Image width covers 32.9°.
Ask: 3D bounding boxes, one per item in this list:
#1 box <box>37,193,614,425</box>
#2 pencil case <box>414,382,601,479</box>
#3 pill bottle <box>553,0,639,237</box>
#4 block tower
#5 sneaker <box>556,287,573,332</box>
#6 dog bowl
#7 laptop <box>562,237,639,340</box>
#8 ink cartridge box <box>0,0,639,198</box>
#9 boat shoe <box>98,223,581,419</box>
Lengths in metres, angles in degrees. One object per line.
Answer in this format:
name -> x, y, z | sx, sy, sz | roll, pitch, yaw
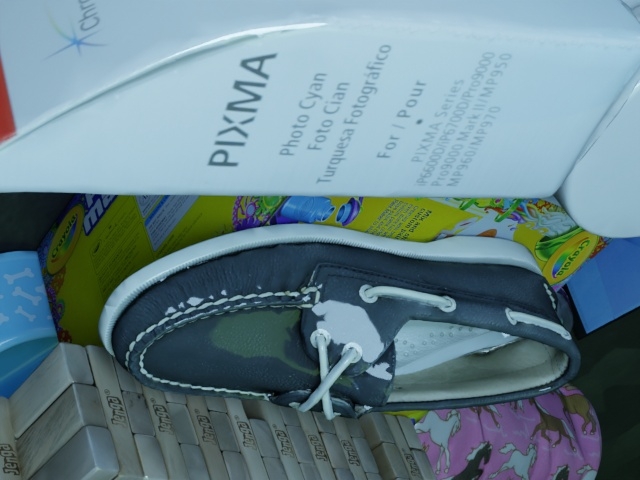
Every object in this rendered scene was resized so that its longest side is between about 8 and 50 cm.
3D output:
box -> 0.000, 0.000, 0.781 | 0.279, 0.177, 0.290 | 16, 126, -41
pencil case -> 0.136, 0.181, 1.078 | 0.386, 0.160, 0.167 | 26, 90, -46
pill bottle -> 0.127, -0.145, 0.593 | 0.162, 0.278, 0.162 | -16, 141, -13
block tower -> -0.058, 0.152, 0.712 | 0.335, 0.091, 0.097 | 18, 127, -43
sneaker -> 0.191, 0.079, 1.043 | 0.083, 0.098, 0.224 | -34, 142, 20
dog bowl -> -0.221, 0.132, 0.876 | 0.166, 0.074, 0.297 | -33, 144, -10
laptop -> 0.381, 0.039, 1.069 | 0.136, 0.264, 0.234 | -59, 146, -16
ink cartridge box -> -0.103, -0.153, 0.434 | 0.385, 0.308, 0.091 | 1, 136, -27
boat shoe -> 0.025, 0.056, 0.641 | 0.302, 0.091, 0.114 | -5, 138, -25
